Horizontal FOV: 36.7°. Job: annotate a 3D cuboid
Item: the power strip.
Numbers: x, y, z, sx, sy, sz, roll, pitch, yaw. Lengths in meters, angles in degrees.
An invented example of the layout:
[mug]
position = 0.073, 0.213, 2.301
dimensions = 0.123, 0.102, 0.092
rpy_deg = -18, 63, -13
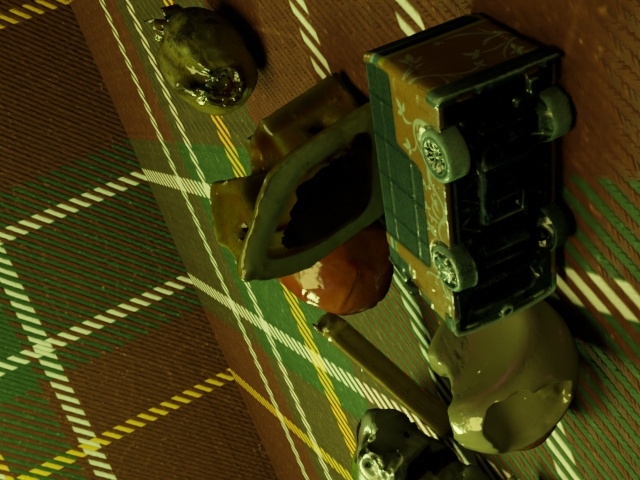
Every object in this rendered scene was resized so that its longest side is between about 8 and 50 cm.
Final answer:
[power strip]
position = 0.102, 0.199, 1.412
dimensions = 0.305, 0.044, 0.064
rpy_deg = 43, 173, -24

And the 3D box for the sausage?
[sausage]
position = -0.001, 0.001, 1.413
dimensions = 0.268, 0.153, 0.141
rpy_deg = 44, 117, 47

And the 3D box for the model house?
[model house]
position = -0.044, -0.100, 1.281
dimensions = 0.239, 0.268, 0.173
rpy_deg = 51, 172, 49

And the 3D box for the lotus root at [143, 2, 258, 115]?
[lotus root]
position = -0.197, -0.308, 1.589
dimensions = 0.278, 0.154, 0.154
rpy_deg = 47, 156, 44

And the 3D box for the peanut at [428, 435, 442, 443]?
[peanut]
position = 0.175, 0.383, 1.592
dimensions = 0.080, 0.080, 0.174
rpy_deg = 49, 155, 41

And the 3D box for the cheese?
[cheese]
position = 0.179, 0.106, 1.063
dimensions = 0.082, 0.163, 0.286
rpy_deg = 41, -168, -28

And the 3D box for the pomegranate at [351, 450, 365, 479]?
[pomegranate]
position = 0.118, 0.409, 1.749
dimensions = 0.130, 0.130, 0.130
rpy_deg = 55, 161, 29

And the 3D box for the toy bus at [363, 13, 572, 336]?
[toy bus]
position = 0.139, -0.061, 0.929
dimensions = 0.167, 0.138, 0.275
rpy_deg = 47, 155, 49

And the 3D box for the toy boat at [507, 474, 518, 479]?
[toy boat]
position = 0.286, 0.414, 1.271
dimensions = 0.068, 0.088, 0.226
rpy_deg = 26, 139, 63

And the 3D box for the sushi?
[sushi]
position = 0.161, 0.366, 1.439
dimensions = 0.332, 0.124, 0.130
rpy_deg = 39, 148, 30

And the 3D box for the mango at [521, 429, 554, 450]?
[mango]
position = 0.209, 0.185, 1.120
dimensions = 0.165, 0.115, 0.089
rpy_deg = -146, 55, -66
